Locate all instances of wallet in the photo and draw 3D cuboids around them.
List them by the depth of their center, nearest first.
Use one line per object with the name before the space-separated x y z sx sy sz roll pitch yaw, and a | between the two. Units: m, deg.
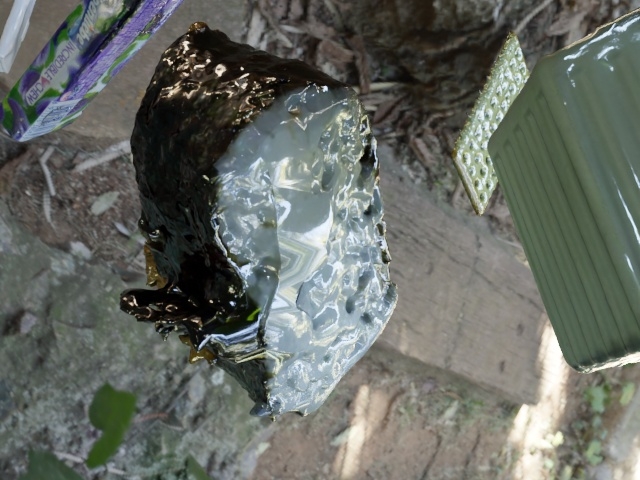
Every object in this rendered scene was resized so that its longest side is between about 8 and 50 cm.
wallet | -0.245 -0.179 0.587 0.011 0.044 0.083 17 77 -16

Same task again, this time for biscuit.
biscuit | 0.246 -0.164 1.011 0.231 0.016 0.139 -60 139 -23

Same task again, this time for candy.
candy | -0.238 -0.213 0.773 0.061 0.312 0.088 55 34 -3

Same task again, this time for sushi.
sushi | -0.068 0.003 0.633 0.234 0.208 0.348 -38 139 -32

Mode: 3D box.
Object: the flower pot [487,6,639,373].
flower pot | 0.248 -0.031 0.480 0.239 0.209 0.189 -3 68 -39
